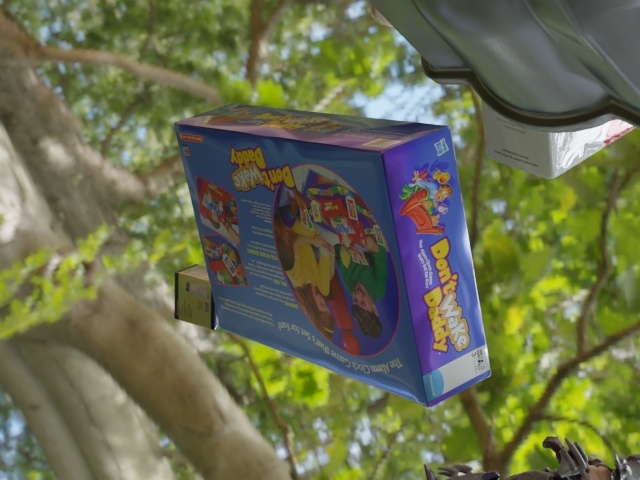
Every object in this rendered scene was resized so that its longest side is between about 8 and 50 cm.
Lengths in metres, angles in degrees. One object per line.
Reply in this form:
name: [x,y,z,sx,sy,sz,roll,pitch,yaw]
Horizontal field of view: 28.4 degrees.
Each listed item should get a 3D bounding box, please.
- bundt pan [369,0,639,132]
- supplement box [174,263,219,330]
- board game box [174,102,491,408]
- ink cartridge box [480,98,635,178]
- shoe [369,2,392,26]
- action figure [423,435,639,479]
bundt pan: [0.116,-0.216,0.521,0.331,0.124,0.331,-14,-113,37]
supplement box: [-0.186,0.090,2.039,0.083,0.083,0.056,13,-160,31]
board game box: [0.000,0.000,1.206,0.078,0.233,0.347,-22,-159,-31]
ink cartridge box: [0.187,-0.156,0.978,0.127,0.175,0.072,-29,-146,-30]
shoe: [0.159,-0.290,1.451,0.219,0.077,0.058,-27,-148,-24]
action figure: [0.281,0.310,1.597,0.285,0.185,0.099,-14,-126,2]
